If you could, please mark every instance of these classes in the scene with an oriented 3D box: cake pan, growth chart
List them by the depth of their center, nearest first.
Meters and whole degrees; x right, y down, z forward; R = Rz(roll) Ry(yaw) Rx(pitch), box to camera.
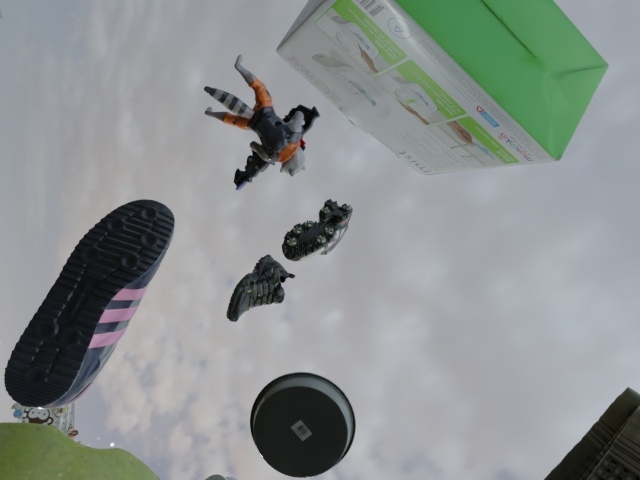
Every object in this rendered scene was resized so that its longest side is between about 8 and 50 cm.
[{"bbox_3d":[-0.051,0.505,1.305,0.054,0.294,0.293,-42,139,-85],"label":"cake pan"},{"bbox_3d":[-0.785,0.486,1.386,0.021,0.172,0.237,-45,-125,51],"label":"growth chart"}]

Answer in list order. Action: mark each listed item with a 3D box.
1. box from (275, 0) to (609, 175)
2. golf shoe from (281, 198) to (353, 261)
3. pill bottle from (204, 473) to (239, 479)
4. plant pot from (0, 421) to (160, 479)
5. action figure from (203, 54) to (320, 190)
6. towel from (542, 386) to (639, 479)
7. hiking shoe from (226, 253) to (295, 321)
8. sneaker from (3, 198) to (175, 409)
[{"bbox_3d":[0.114,-0.195,0.528,0.126,0.262,0.231,-59,-160,-8],"label":"box"},{"bbox_3d":[0.000,0.000,1.237,0.105,0.273,0.120,23,-52,24],"label":"golf shoe"},{"bbox_3d":[-0.237,0.715,1.301,0.121,0.216,0.121,-17,-139,15],"label":"pill bottle"},{"bbox_3d":[-0.195,0.255,0.251,0.253,0.276,0.276,-93,-152,-58],"label":"plant pot"},{"bbox_3d":[-0.186,-0.289,1.355,0.330,0.178,0.341,41,-73,0],"label":"action figure"},{"bbox_3d":[0.482,0.428,0.685,0.312,0.056,0.324,-60,-142,11],"label":"towel"},{"bbox_3d":[-0.151,0.133,1.247,0.114,0.227,0.086,31,-41,5],"label":"hiking shoe"},{"bbox_3d":[-0.316,0.085,0.698,0.318,0.112,0.131,-62,179,-26],"label":"sneaker"}]
